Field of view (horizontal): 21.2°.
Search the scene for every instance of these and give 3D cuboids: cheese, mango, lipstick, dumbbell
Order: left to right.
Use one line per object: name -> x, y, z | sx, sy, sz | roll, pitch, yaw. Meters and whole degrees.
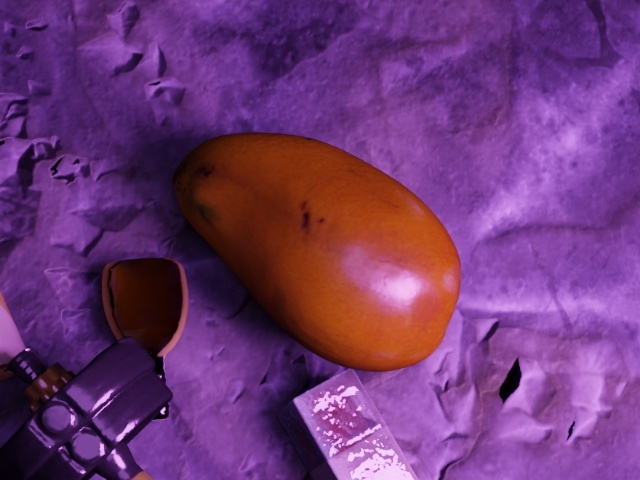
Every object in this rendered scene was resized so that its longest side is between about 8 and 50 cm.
cheese -> -0.169, 0.098, 1.693 | 0.086, 0.036, 0.162 | -2, 74, -18
dumbbell -> -0.149, 0.249, 1.572 | 0.185, 0.185, 0.388 | -42, 86, -22
mango -> 0.000, 0.000, 1.685 | 0.317, 0.173, 0.211 | 37, 34, 18
lipstick -> 0.086, 0.306, 1.670 | 0.076, 0.080, 0.371 | -27, 81, -22

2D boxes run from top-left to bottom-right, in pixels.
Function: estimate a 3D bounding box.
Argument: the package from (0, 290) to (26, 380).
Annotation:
package -> -0.437, 0.019, 1.607 | 0.165, 0.221, 0.311 | -29, 82, 19
